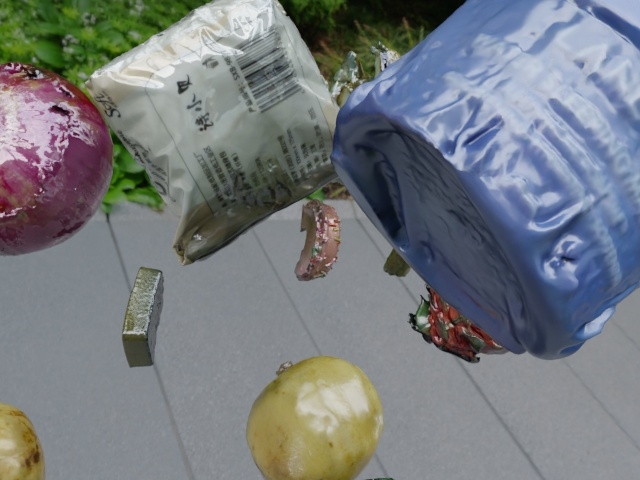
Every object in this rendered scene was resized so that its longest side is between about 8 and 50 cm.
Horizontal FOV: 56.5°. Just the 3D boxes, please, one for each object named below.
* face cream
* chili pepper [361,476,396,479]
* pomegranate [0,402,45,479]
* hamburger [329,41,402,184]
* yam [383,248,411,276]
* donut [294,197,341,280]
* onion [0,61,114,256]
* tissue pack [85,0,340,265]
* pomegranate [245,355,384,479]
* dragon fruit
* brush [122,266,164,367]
[{"bbox_3d":[0.162,-0.063,0.449,0.225,0.249,0.249,-41,63,-8],"label":"face cream"},{"bbox_3d":[0.077,0.581,1.128,0.256,0.233,0.249,-24,97,-17],"label":"chili pepper"},{"bbox_3d":[-0.573,0.384,0.986,0.215,0.215,0.215,17,35,-12],"label":"pomegranate"},{"bbox_3d":[0.111,-0.231,1.215,0.167,0.288,0.192,4,-4,36],"label":"hamburger"},{"bbox_3d":[0.234,-0.054,1.346,0.067,0.318,0.071,35,23,26],"label":"yam"},{"bbox_3d":[0.000,0.000,1.147,0.065,0.166,0.117,8,-3,-22],"label":"donut"},{"bbox_3d":[-0.541,-0.138,1.092,0.358,0.358,0.345,50,12,32],"label":"onion"},{"bbox_3d":[-0.140,-0.190,0.980,0.389,0.376,0.195,-32,27,-11],"label":"tissue pack"},{"bbox_3d":[-0.015,0.427,1.393,0.332,0.333,0.333,17,35,-12],"label":"pomegranate"},{"bbox_3d":[0.257,0.107,0.979,0.182,0.188,0.183,17,55,-25],"label":"dragon fruit"},{"bbox_3d":[-0.379,0.165,1.286,0.059,0.123,0.197,4,46,-7],"label":"brush"}]
